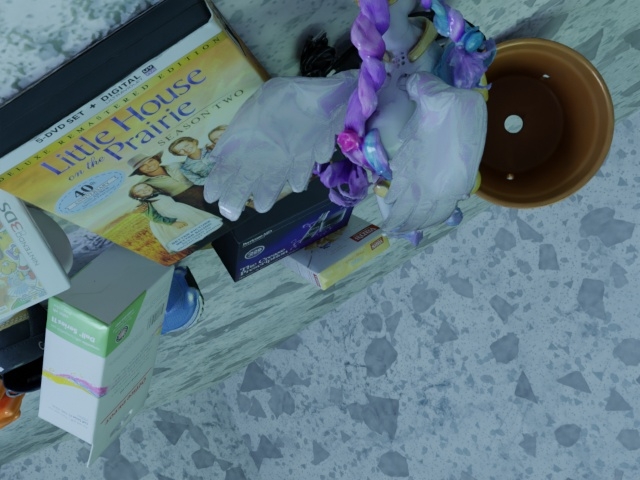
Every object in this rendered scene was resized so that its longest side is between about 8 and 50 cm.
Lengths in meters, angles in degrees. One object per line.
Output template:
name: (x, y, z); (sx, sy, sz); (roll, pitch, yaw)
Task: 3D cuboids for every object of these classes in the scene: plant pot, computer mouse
plant pot: (0.364, -0.211, 1.394); (0.291, 0.291, 0.203); (-30, -177, 12)
computer mouse: (0.093, -0.265, 1.059); (0.272, 0.072, 0.188); (-14, 166, -6)

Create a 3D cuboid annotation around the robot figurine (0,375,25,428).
robot figurine: (-0.707, 0.332, 1.572); (0.219, 0.128, 0.158); (-14, 168, 29)

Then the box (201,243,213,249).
box: (-0.146, -0.043, 1.536); (0.201, 0.021, 0.164); (-36, 165, 35)

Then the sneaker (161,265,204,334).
sneaker: (-0.380, 0.164, 1.638); (0.330, 0.130, 0.147); (-35, 168, 33)

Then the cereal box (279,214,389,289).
cereal box: (0.000, 0.000, 1.550); (0.173, 0.047, 0.240); (-33, -145, -23)

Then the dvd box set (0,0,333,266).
dvd box set: (-0.179, -0.110, 0.960); (0.307, 0.062, 0.420); (-30, 158, 7)

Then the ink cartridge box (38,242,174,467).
ink cartridge box: (-0.379, 0.201, 1.333); (0.207, 0.119, 0.353); (-52, 164, -56)

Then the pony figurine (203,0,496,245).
pony figurine: (0.077, -0.139, 0.862); (0.302, 0.351, 0.363); (11, 162, 28)

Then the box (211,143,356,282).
box: (-0.066, -0.050, 1.419); (0.261, 0.103, 0.184); (-27, 159, -19)

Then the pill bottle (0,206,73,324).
pill bottle: (-0.455, 0.052, 1.062); (0.215, 0.117, 0.117); (-32, 166, 23)

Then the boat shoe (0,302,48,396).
boat shoe: (-0.539, 0.207, 1.431); (0.186, 0.156, 0.500); (-26, 169, -13)

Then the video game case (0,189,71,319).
video game case: (-0.449, 0.027, 0.915); (0.227, 0.026, 0.206); (-25, 129, -10)
